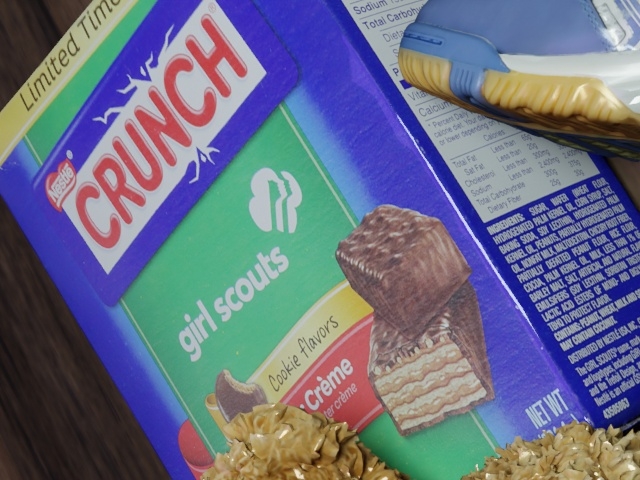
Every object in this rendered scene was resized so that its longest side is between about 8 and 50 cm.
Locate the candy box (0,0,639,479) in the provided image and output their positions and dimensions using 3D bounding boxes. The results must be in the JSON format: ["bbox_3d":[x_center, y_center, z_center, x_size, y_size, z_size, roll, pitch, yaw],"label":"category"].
[{"bbox_3d":[0.000,0.000,0.866,0.268,0.122,0.317,-42,75,43],"label":"candy box"}]

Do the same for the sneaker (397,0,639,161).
[{"bbox_3d":[0.161,-0.097,0.661,0.296,0.112,0.131,6,86,41],"label":"sneaker"}]

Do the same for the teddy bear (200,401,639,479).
[{"bbox_3d":[0.099,0.183,0.749,0.338,0.113,0.245,28,134,-19],"label":"teddy bear"}]
